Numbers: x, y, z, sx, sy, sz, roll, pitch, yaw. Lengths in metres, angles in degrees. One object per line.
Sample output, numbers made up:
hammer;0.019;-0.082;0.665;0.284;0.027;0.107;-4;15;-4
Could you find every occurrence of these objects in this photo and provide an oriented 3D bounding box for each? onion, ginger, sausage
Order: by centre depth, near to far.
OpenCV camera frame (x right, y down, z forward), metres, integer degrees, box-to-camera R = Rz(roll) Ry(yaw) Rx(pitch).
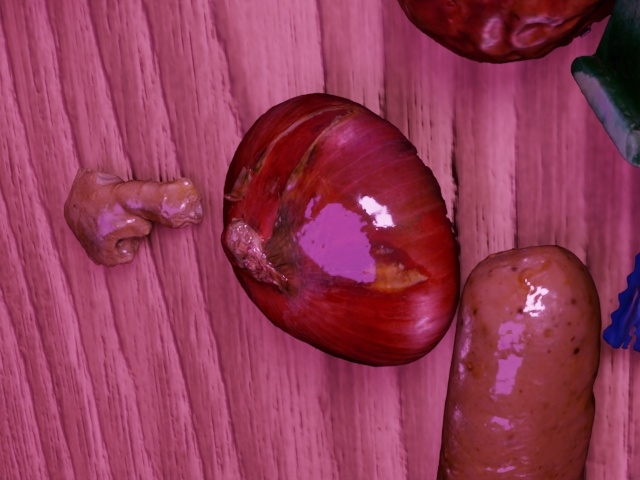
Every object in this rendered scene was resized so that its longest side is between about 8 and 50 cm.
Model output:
onion;0.009;-0.001;1.225;0.248;0.161;0.248;49;166;17
sausage;0.152;0.224;1.258;0.136;0.123;0.501;-113;23;-55
ginger;-0.186;-0.018;1.426;0.165;0.067;0.096;6;95;35

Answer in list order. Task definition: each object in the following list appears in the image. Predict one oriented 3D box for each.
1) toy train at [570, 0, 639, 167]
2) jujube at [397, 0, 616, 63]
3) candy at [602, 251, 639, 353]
toy train;0.303;-0.134;0.886;0.266;0.145;0.202;9;121;-14
jujube;0.149;-0.249;0.969;0.197;0.197;0.290;38;133;14
candy;0.376;0.070;1.046;0.331;0.077;0.187;26;129;21
